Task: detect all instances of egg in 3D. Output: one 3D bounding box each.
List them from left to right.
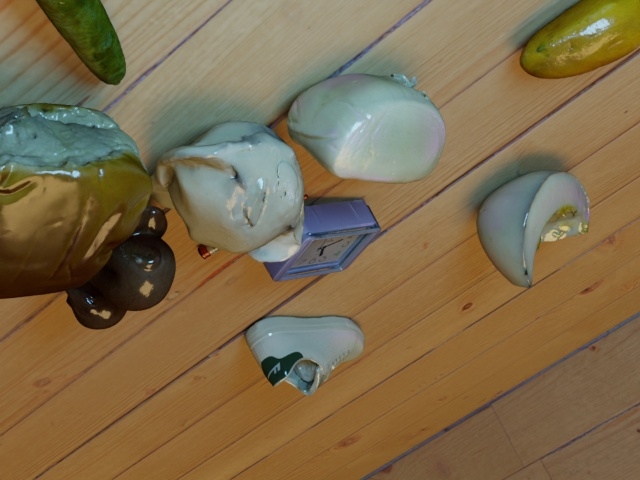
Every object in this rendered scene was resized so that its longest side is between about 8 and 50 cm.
[{"bbox_3d":[0.413,-0.044,1.863,0.271,0.162,0.206,-46,127,-31],"label":"egg"}]

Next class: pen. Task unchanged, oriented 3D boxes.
[{"bbox_3d":[-0.118,-0.028,1.607,0.218,0.026,0.026,-29,152,5],"label":"pen"}]

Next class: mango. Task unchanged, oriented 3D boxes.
[{"bbox_3d":[0.423,-0.326,1.446,0.227,0.109,0.147,-23,176,-5],"label":"mango"}]

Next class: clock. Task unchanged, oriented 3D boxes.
[{"bbox_3d":[0.000,-0.001,1.670,0.193,0.073,0.144,-8,150,-41],"label":"clock"}]

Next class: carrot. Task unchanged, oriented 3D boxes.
[{"bbox_3d":[-0.284,-0.279,1.009,0.074,0.074,0.358,-23,154,-5],"label":"carrot"}]

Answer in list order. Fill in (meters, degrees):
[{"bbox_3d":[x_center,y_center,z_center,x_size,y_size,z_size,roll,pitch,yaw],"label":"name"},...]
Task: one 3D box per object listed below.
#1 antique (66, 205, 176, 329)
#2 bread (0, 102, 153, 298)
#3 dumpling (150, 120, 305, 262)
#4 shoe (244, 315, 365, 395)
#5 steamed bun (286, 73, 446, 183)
[{"bbox_3d":[-0.321,0.060,1.447,0.121,0.143,0.257,5,154,-46],"label":"antique"},{"bbox_3d":[-0.374,-0.054,1.147,0.250,0.225,0.279,5,141,-44],"label":"bread"},{"bbox_3d":[-0.151,-0.086,1.388,0.243,0.187,0.318,6,155,30],"label":"dumpling"},{"bbox_3d":[-0.005,0.268,2.054,0.363,0.160,0.132,12,137,-47],"label":"shoe"},{"bbox_3d":[0.078,-0.182,1.369,0.239,0.170,0.152,1,119,-43],"label":"steamed bun"}]
